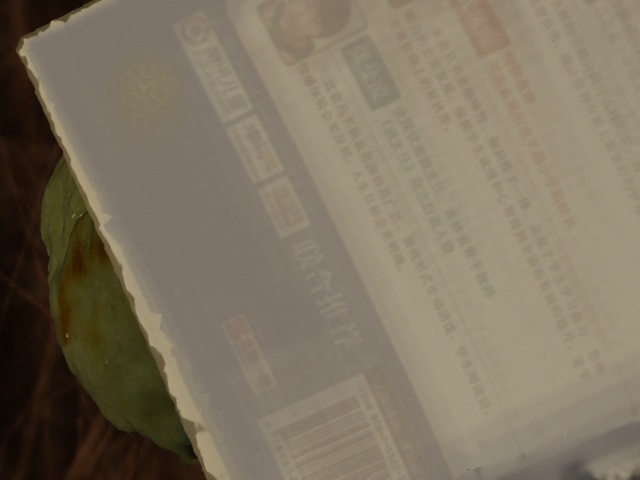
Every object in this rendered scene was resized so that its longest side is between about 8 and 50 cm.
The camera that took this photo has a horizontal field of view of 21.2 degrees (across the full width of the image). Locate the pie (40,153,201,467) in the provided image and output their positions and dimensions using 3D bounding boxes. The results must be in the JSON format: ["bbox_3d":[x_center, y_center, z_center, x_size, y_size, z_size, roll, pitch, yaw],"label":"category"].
[{"bbox_3d":[0.000,0.000,0.635,0.248,0.090,0.201,-20,84,30],"label":"pie"}]

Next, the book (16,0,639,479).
[{"bbox_3d":[0.083,-0.034,0.548,0.322,0.018,0.228,-24,87,13],"label":"book"}]
